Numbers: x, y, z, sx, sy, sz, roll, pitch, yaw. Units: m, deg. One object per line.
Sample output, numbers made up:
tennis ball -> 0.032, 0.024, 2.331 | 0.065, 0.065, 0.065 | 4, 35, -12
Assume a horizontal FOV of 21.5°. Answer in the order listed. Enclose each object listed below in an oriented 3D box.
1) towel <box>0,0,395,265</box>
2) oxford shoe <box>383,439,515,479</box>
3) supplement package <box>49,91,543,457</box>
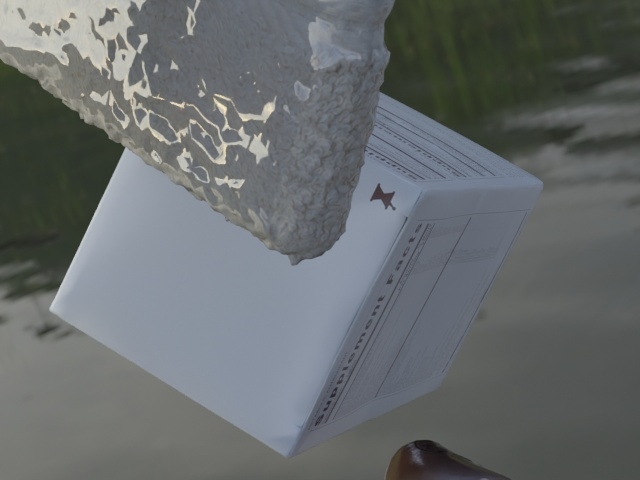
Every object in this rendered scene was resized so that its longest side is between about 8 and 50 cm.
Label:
towel -> -0.068, -0.132, 0.621 | 0.049, 0.187, 0.282 | -11, 35, -43
oxford shoe -> 0.142, 0.238, 0.827 | 0.130, 0.363, 0.133 | -30, 26, 2
supplement package -> 0.000, 0.000, 0.834 | 0.134, 0.139, 0.244 | 30, 11, 16
